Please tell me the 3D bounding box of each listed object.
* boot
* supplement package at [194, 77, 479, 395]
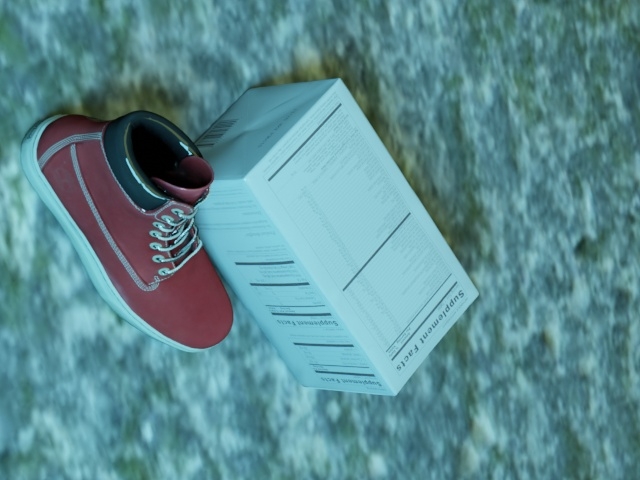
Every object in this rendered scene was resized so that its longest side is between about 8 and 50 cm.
[{"bbox_3d":[-0.116,-0.001,1.431,0.088,0.176,0.244,-52,121,-28],"label":"boot"},{"bbox_3d":[0.000,0.000,1.548,0.139,0.134,0.244,-47,117,-28],"label":"supplement package"}]
